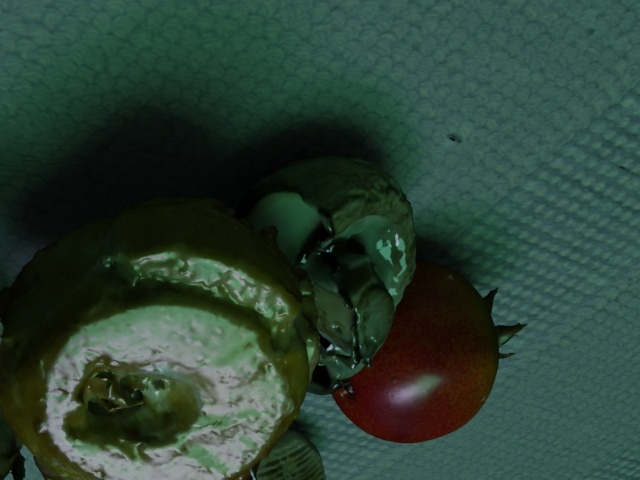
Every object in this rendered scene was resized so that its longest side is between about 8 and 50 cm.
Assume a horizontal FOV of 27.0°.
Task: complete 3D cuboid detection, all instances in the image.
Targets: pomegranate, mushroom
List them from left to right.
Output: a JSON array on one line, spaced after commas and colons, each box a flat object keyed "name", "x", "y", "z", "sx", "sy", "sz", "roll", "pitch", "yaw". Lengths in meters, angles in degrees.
[{"name": "mushroom", "x": 0.006, "y": 0.020, "z": 1.469, "sx": 0.164, "sy": 0.189, "sz": 0.267, "roll": -38, "pitch": 129, "yaw": -40}, {"name": "pomegranate", "x": 0.125, "y": 0.130, "z": 1.632, "sx": 0.256, "sy": 0.221, "sz": 0.221, "roll": -11, "pitch": 144, "yaw": -25}]

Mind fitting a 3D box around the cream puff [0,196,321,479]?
[{"name": "cream puff", "x": -0.167, "y": 0.090, "z": 1.346, "sx": 0.327, "sy": 0.231, "sz": 0.343, "roll": 7, "pitch": 122, "yaw": -12}]

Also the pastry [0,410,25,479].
[{"name": "pastry", "x": -0.427, "y": 0.237, "z": 1.469, "sx": 0.136, "sy": 0.330, "sz": 0.329, "roll": 37, "pitch": 122, "yaw": -17}]

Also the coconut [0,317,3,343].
[{"name": "coconut", "x": -0.464, "y": 0.071, "z": 1.250, "sx": 0.254, "sy": 0.297, "sz": 0.297, "roll": 29, "pitch": 125, "yaw": -37}]

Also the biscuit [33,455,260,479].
[{"name": "biscuit", "x": -0.217, "y": 0.245, "z": 1.706, "sx": 0.296, "sy": 0.102, "sz": 0.296, "roll": -3, "pitch": 130, "yaw": -3}]

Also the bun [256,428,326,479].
[{"name": "bun", "x": -0.085, "y": 0.346, "z": 1.881, "sx": 0.127, "sy": 0.179, "sz": 0.193, "roll": 5, "pitch": -165, "yaw": 40}]
